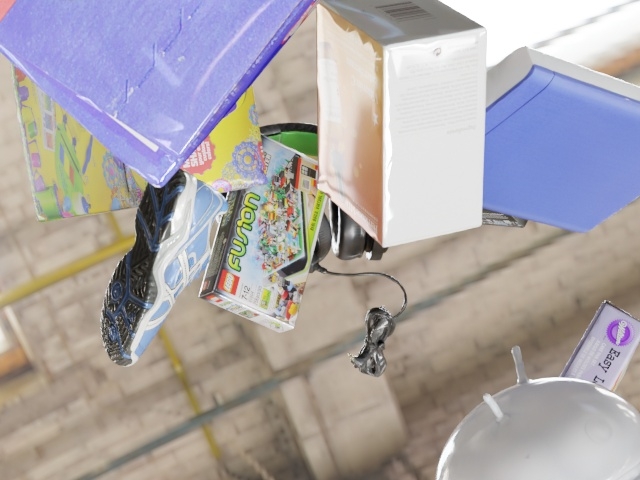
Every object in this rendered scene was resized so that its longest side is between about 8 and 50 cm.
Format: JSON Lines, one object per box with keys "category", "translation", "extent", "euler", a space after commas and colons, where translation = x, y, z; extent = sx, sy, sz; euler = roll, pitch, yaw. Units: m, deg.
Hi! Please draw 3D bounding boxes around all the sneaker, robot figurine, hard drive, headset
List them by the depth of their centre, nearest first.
{"category": "robot figurine", "translation": [0.227, 0.272, 1.483], "extent": [0.199, 0.354, 0.300], "euler": [-22, -172, 10]}
{"category": "sneaker", "translation": [-0.157, 0.034, 1.697], "extent": [0.080, 0.081, 0.211], "euler": [32, -79, 48]}
{"category": "hard drive", "translation": [0.247, -0.097, 1.759], "extent": [0.210, 0.318, 0.040], "euler": [-38, -124, 35]}
{"category": "headset", "translation": [0.000, 0.000, 2.298], "extent": [0.243, 0.185, 0.394], "euler": [-15, -133, -22]}

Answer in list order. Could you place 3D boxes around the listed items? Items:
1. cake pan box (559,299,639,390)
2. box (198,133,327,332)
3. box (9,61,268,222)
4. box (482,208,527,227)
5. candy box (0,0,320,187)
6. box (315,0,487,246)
{"category": "cake pan box", "translation": [0.308, 0.223, 2.086], "extent": [0.070, 0.267, 0.246], "euler": [31, -105, 12]}
{"category": "box", "translation": [-0.061, -0.009, 1.940], "extent": [0.036, 0.114, 0.207], "euler": [-21, -130, 55]}
{"category": "box", "translation": [-0.221, -0.182, 1.912], "extent": [0.177, 0.290, 0.279], "euler": [-10, -177, -30]}
{"category": "box", "translation": [0.144, -0.085, 2.068], "extent": [0.190, 0.184, 0.045], "euler": [6, -120, 53]}
{"category": "candy box", "translation": [-0.024, -0.176, 0.747], "extent": [0.268, 0.122, 0.317], "euler": [-51, -172, 5]}
{"category": "box", "translation": [0.062, -0.102, 1.335], "extent": [0.091, 0.171, 0.130], "euler": [-12, -152, -22]}
